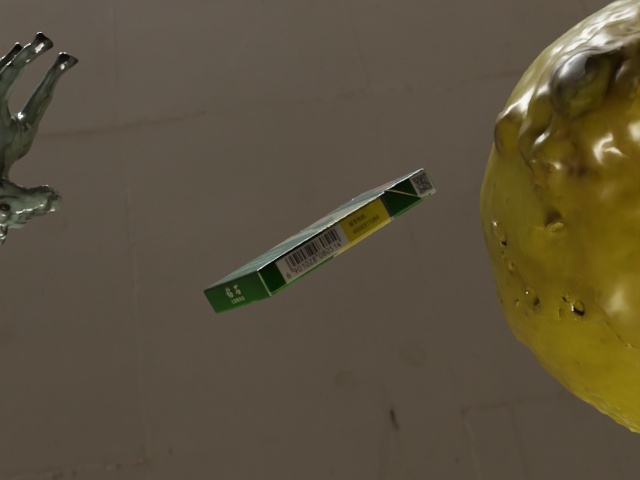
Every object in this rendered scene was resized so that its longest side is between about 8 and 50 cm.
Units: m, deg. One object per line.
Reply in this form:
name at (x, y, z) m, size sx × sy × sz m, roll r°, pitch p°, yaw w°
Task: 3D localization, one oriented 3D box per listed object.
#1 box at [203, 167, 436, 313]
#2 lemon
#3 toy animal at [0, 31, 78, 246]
box at (0.000, 0.000, 1.196) m, size 0.235 × 0.132 × 0.034 m, roll -31°, pitch -85°, yaw -30°
lemon at (0.179, -0.007, 0.508) m, size 0.260 × 0.204 × 0.204 m, roll 33°, pitch -144°, yaw -38°
toy animal at (-0.304, -0.125, 1.088) m, size 0.170 × 0.090 × 0.255 m, roll -45°, pitch -136°, yaw 1°
